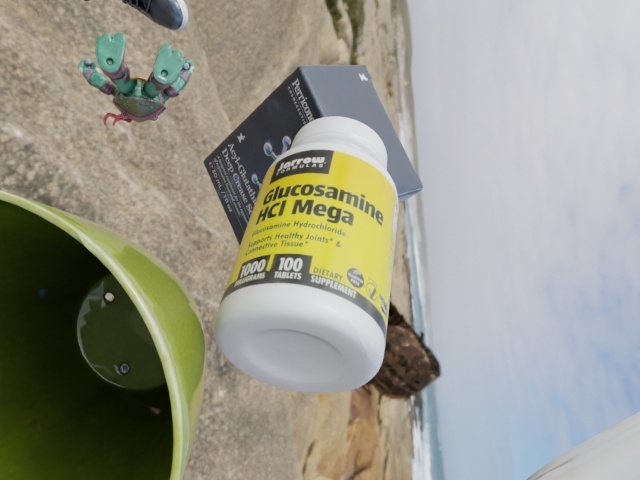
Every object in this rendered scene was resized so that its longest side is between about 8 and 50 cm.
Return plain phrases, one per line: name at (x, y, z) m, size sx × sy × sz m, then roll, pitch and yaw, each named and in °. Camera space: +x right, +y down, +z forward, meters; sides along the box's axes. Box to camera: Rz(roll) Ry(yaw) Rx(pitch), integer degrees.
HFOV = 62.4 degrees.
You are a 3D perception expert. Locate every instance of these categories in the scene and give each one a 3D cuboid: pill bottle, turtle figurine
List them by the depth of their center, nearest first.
pill bottle at (0.000, 0.000, 0.664) m, size 0.188 × 0.187 × 0.334 m, roll 72°, pitch 22°, yaw -46°
turtle figurine at (-0.281, -0.246, 0.829) m, size 0.234 × 0.175 × 0.118 m, roll 180°, pitch -101°, yaw -71°

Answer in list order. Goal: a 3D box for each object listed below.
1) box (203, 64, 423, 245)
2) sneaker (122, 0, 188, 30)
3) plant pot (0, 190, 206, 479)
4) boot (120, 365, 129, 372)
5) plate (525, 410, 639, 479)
box at (-0.032, -0.145, 1.157) m, size 0.211 × 0.395 × 0.294 m, roll -19°, pitch 81°, yaw -46°
sneaker at (-0.357, -0.434, 0.921) m, size 0.163 × 0.226 × 0.086 m, roll -47°, pitch 176°, yaw -47°
plant pot at (-0.206, 0.101, 0.430) m, size 0.293 × 0.274 × 0.275 m, roll -40°, pitch 124°, yaw -88°
boot at (-0.301, 0.165, 0.617) m, size 0.247 × 0.161 × 0.084 m, roll 59°, pitch -34°, yaw 31°
plate at (0.210, 0.191, 0.361) m, size 0.045 × 0.277 × 0.278 m, roll -127°, pitch -157°, yaw -49°
